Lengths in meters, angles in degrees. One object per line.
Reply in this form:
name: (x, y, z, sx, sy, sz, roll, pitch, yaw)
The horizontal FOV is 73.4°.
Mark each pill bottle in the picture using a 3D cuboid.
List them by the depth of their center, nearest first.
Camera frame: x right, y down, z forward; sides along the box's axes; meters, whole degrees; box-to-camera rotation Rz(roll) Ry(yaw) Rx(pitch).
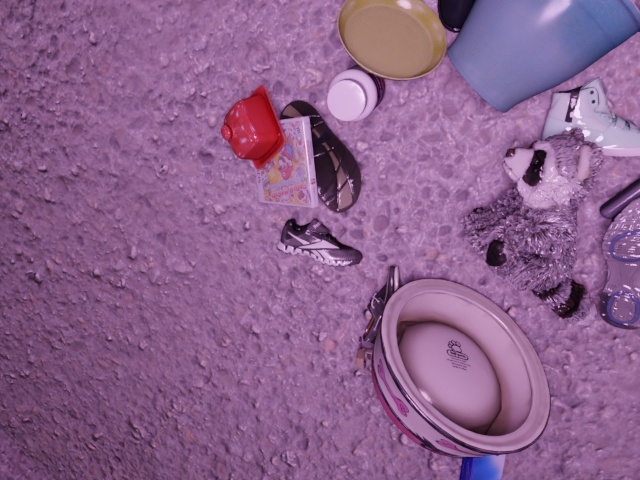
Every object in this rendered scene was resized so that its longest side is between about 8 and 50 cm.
pill bottle: (0.077, -0.322, 0.941, 0.107, 0.193, 0.108, 8, 119, 14)

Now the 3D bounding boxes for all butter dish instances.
butter dish: (-0.179, -0.260, 1.016, 0.160, 0.118, 0.160, -27, 82, 52)

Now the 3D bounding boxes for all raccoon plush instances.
raccoon plush: (0.529, -0.035, 0.925, 0.446, 0.216, 0.299, 28, 120, -26)

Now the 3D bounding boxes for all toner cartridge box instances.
toner cartridge box: (0.427, 0.572, 1.135, 0.075, 0.165, 0.349, 5, 108, 12)

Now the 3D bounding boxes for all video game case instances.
video game case: (-0.096, -0.189, 1.060, 0.226, 0.026, 0.207, 10, 112, 47)

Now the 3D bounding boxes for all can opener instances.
can opener: (0.729, -0.136, 0.898, 0.074, 0.093, 0.280, 42, 120, 1)

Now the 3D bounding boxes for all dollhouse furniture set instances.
dollhouse furniture set: (0.141, 0.330, 1.168, 0.081, 0.114, 0.091, 3, 104, 9)

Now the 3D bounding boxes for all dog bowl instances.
dog bowl: (0.296, 0.292, 0.981, 0.407, 0.408, 0.151, 29, 133, 5)

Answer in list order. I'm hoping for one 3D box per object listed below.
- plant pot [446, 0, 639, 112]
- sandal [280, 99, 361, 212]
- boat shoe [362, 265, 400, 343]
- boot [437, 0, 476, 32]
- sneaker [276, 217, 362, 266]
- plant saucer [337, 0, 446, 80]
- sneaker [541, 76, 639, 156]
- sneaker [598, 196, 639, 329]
plant pot: (0.397, -0.397, 0.818, 0.272, 0.272, 0.255, 45, 126, -1)
sandal: (0.005, -0.209, 1.063, 0.120, 0.086, 0.303, -27, 80, -4)
boat shoe: (0.163, 0.173, 1.131, 0.078, 0.084, 0.233, 12, 112, 10)
boot: (0.283, -0.548, 0.821, 0.094, 0.207, 0.247, 11, 109, 11)
sneaker: (0.000, 0.000, 1.125, 0.234, 0.078, 0.106, 14, 111, 13)
plant saucer: (0.150, -0.434, 0.919, 0.240, 0.037, 0.241, 3, 72, -8)
sneaker: (0.602, -0.255, 0.879, 0.255, 0.094, 0.151, 3, 113, 16)
sneaker: (0.675, 0.040, 0.932, 0.110, 0.129, 0.298, 17, 121, 36)
